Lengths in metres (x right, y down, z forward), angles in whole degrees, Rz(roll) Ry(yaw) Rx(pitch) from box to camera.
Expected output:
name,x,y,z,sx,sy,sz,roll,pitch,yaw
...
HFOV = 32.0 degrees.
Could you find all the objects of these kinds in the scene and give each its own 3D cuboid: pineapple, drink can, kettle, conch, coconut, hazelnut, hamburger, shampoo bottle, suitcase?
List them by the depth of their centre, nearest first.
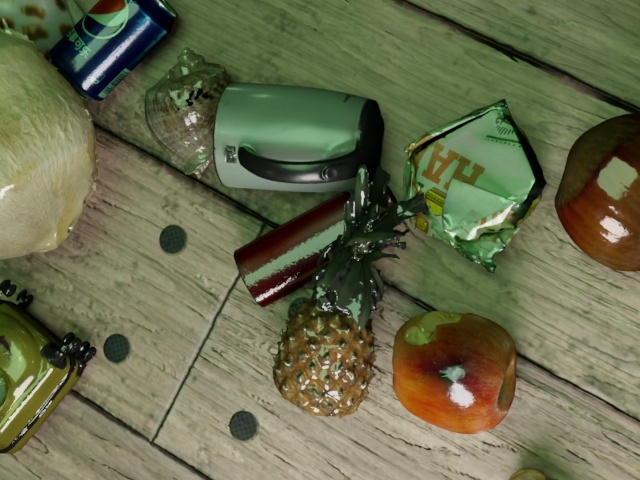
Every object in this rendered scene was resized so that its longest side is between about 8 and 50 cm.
name,x,y,z,sx,sy,sz,roll,pitch,yaw
hazelnut,0.428,-0.071,1.524,0.210,0.186,0.210,-23,39,20
pineapple,0.038,0.070,1.599,0.165,0.165,0.365,22,108,17
hamburger,0.226,-0.066,1.617,0.214,0.125,0.235,-31,73,20
kettle,-0.032,-0.139,1.653,0.236,0.221,0.161,6,115,13
shampoo bottle,0.000,0.000,1.703,0.260,0.064,0.102,-28,77,11
coconut,-0.516,-0.134,1.728,0.346,0.346,0.360,-32,97,11
suitcase,-0.505,0.205,1.771,0.194,0.143,0.235,36,82,17
conch,-0.213,-0.204,1.781,0.155,0.130,0.207,14,114,49
drink can,-0.333,-0.328,1.802,0.205,0.118,0.118,-43,75,7
conch,-0.533,-0.396,1.847,0.274,0.149,0.183,14,84,14

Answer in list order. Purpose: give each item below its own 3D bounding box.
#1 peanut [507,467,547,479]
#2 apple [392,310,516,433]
name,x,y,z,sx,sy,sz,roll,pitch,yaw
peanut,0.330,0.418,1.556,0.099,0.099,0.214,-32,79,11
apple,0.184,0.180,1.581,0.199,0.199,0.199,-2,84,16
